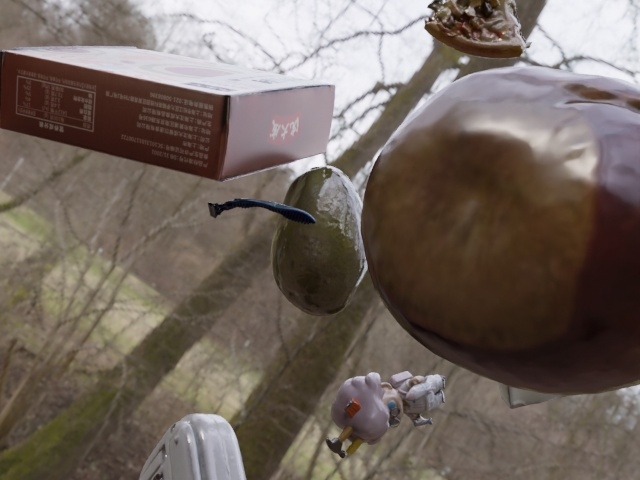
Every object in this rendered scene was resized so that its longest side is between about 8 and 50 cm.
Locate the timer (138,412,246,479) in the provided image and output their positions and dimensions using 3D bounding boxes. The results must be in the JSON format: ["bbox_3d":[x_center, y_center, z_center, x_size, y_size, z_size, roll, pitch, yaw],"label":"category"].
[{"bbox_3d":[-0.171,0.373,1.188,0.087,0.237,0.262,9,46,-31],"label":"timer"}]

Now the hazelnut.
[{"bbox_3d":[0.252,-0.017,0.997,0.409,0.359,0.359,21,-15,37],"label":"hazelnut"}]

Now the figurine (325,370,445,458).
[{"bbox_3d":[0.105,0.277,1.532,0.112,0.229,0.137,-125,-154,-51],"label":"figurine"}]

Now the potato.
[{"bbox_3d":[0.000,0.000,1.411,0.160,0.235,0.178,12,-14,-44],"label":"potato"}]

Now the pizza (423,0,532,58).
[{"bbox_3d":[0.277,-0.401,1.508,0.185,0.195,0.052,17,-9,8],"label":"pizza"}]

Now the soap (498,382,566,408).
[{"bbox_3d":[0.374,0.198,1.612,0.064,0.121,0.183,-122,-158,-71],"label":"soap"}]

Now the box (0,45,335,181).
[{"bbox_3d":[-0.224,-0.207,1.385,0.385,0.122,0.344,15,17,22],"label":"box"}]

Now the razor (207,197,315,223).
[{"bbox_3d":[-0.082,-0.044,1.297,0.155,0.028,0.044,6,-22,2],"label":"razor"}]
